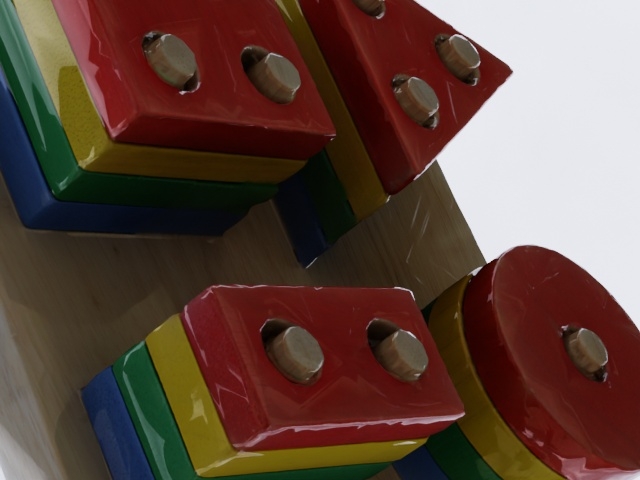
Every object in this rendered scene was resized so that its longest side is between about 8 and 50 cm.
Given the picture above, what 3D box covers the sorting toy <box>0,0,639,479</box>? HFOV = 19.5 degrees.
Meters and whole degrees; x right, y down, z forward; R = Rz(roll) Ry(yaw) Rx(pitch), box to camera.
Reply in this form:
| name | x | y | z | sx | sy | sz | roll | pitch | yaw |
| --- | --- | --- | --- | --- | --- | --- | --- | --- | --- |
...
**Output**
| name | x | y | z | sx | sy | sz | roll | pitch | yaw |
| --- | --- | --- | --- | --- | --- | --- | --- | --- | --- |
| sorting toy | 0.000 | 0.000 | 0.621 | 0.255 | 0.089 | 0.257 | 3 | -125 | -50 |
